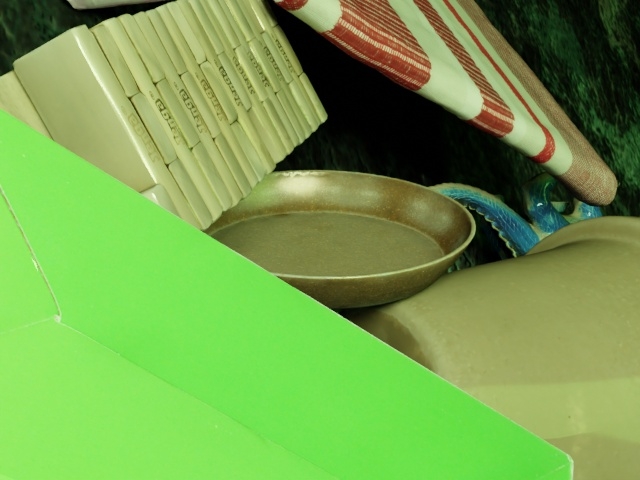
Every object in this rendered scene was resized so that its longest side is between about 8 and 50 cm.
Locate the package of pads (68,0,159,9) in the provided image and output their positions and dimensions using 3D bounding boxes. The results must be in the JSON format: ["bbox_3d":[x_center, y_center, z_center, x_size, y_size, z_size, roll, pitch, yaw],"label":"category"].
[{"bbox_3d":[-0.098,-0.154,0.822,0.032,0.083,0.050,65,26,-50],"label":"package of pads"}]

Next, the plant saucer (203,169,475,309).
[{"bbox_3d":[0.000,0.000,0.826,0.168,0.168,0.029,-34,131,-55],"label":"plant saucer"}]

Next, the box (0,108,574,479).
[{"bbox_3d":[-0.086,0.106,0.520,0.262,0.231,0.127,33,43,-22],"label":"box"}]

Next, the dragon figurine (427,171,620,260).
[{"bbox_3d":[0.169,0.029,1.084,0.289,0.085,0.144,9,65,-53],"label":"dragon figurine"}]

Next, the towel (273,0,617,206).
[{"bbox_3d":[0.043,-0.149,0.968,0.329,0.037,0.237,25,26,-44],"label":"towel"}]

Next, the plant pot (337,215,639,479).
[{"bbox_3d":[0.119,0.111,0.862,0.229,0.263,0.263,3,69,-35],"label":"plant pot"}]

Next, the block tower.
[{"bbox_3d":[-0.078,-0.053,0.693,0.097,0.091,0.335,61,14,-9],"label":"block tower"}]
